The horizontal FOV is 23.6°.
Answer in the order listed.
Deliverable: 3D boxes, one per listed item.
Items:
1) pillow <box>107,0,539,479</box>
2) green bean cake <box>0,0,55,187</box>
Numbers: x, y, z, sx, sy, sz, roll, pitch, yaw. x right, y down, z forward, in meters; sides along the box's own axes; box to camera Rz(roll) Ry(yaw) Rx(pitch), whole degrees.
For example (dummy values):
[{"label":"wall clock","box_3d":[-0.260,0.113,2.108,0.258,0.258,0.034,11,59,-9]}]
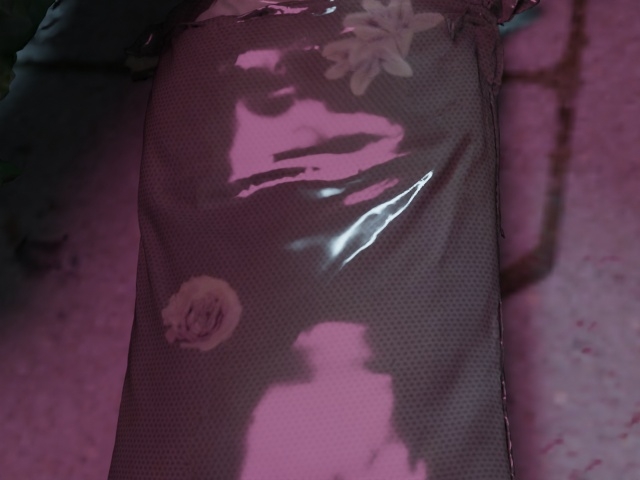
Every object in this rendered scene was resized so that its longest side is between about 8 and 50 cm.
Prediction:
[{"label":"pillow","box_3d":[0.000,0.000,0.535,0.169,0.059,0.255,-5,62,9]},{"label":"green bean cake","box_3d":[-0.157,-0.141,0.539,0.307,0.300,0.169,-15,18,-34]}]
